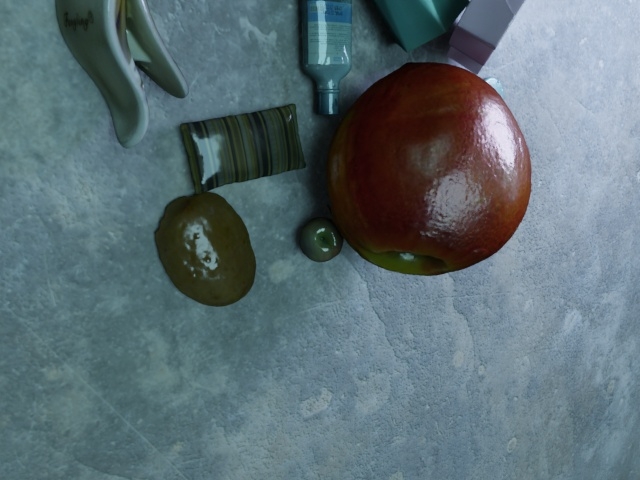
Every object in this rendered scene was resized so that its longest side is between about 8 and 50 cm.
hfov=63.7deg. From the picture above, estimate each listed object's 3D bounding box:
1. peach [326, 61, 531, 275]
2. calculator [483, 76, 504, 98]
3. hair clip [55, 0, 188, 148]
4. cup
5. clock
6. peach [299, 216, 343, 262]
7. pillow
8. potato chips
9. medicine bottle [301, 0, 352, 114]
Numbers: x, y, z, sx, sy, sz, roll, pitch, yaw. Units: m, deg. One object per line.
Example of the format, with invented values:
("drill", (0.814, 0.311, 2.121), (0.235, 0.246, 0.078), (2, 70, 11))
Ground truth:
("peach", (0.184, -0.123, 0.884), (0.373, 0.372, 0.290), (-53, 158, -10))
("calculator", (0.352, -0.278, 1.113), (0.095, 0.021, 0.153), (26, 85, -34))
("hair clip", (-0.258, -0.266, 0.649), (0.113, 0.172, 0.282), (-37, 131, -29))
("cup", (0.129, -0.461, 0.863), (0.134, 0.148, 0.236), (-37, 119, 11))
("clock", (0.329, -0.447, 0.897), (0.080, 0.275, 0.290), (32, 98, 4))
("peach", (0.001, -0.002, 0.921), (0.083, 0.083, 0.083), (-9, 107, -31))
("pillow", (-0.118, -0.151, 0.832), (0.203, 0.038, 0.113), (-18, 108, -29))
("potato chips", (-0.176, 0.019, 0.833), (0.150, 0.049, 0.202), (-30, 111, -29))
("medicine bottle", (0.011, -0.318, 0.862), (0.090, 0.053, 0.209), (-11, 110, -32))
